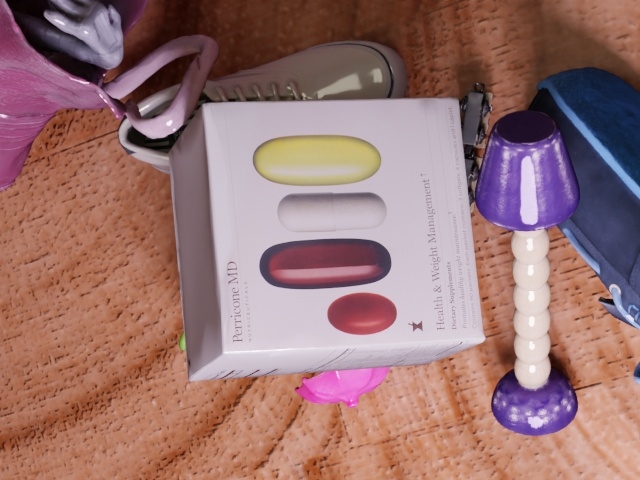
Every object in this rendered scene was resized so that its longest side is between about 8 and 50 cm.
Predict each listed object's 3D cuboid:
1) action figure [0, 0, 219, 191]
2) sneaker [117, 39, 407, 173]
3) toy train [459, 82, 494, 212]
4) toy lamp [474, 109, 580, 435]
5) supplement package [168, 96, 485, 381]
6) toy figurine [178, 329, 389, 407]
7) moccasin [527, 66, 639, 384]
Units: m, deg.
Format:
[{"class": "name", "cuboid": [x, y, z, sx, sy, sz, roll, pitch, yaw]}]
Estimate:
[{"class": "action figure", "cuboid": [-0.261, -0.141, 1.483, 0.275, 0.248, 0.370, 33, 135, -7]}, {"class": "sneaker", "cuboid": [-0.052, -0.104, 1.431, 0.258, 0.091, 0.094, -17, 87, 25]}, {"class": "toy train", "cuboid": [0.119, -0.050, 1.387, 0.027, 0.036, 0.158, 12, 100, 20]}, {"class": "toy lamp", "cuboid": [0.157, 0.027, 1.278, 0.080, 0.080, 0.275, 12, 130, 24]}, {"class": "supplement package", "cuboid": [0.000, 0.000, 1.317, 0.203, 0.149, 0.194, -3, 79, -16]}, {"class": "toy figurine", "cuboid": [-0.006, 0.063, 1.431, 0.159, 0.130, 0.173, 34, 82, 5]}, {"class": "moccasin", "cuboid": [0.270, 0.018, 1.284, 0.342, 0.137, 0.117, 60, 141, 29]}]
